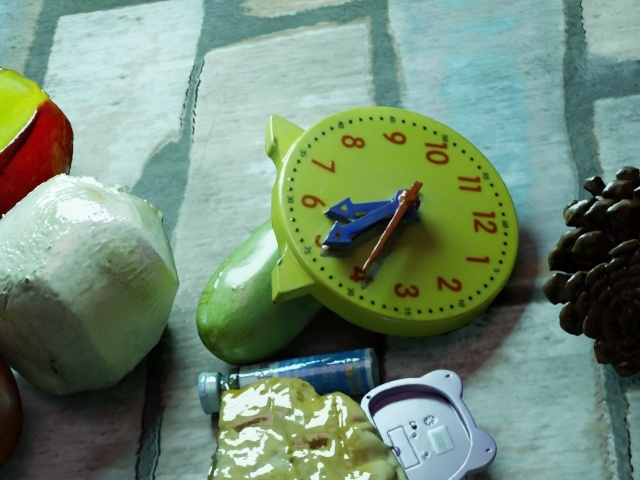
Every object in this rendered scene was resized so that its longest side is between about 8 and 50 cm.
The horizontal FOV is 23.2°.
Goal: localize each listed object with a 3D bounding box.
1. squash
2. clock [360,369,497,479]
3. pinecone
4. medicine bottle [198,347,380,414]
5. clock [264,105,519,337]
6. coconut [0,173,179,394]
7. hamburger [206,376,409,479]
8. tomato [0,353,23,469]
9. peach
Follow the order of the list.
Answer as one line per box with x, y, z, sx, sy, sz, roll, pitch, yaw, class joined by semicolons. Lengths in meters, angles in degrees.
-0.006;-0.001;1.758;0.118;0.118;0.370;22;55;33;squash
0.111;0.204;1.564;0.110;0.050;0.152;-22;45;-4;clock
0.321;0.019;1.594;0.169;0.185;0.212;22;32;5;pinecone
-0.033;0.151;1.662;0.191;0.051;0.051;-9;45;8;medicine bottle
0.083;-0.031;1.695;0.294;0.071;0.277;1;60;-20;clock
-0.268;0.039;1.731;0.227;0.227;0.230;22;58;34;coconut
0.006;0.282;1.444;0.209;0.162;0.330;-8;43;7;hamburger
-0.426;0.182;1.660;0.208;0.184;0.208;-8;47;9;tomato
-0.409;-0.071;1.919;0.154;0.158;0.267;12;49;41;peach
